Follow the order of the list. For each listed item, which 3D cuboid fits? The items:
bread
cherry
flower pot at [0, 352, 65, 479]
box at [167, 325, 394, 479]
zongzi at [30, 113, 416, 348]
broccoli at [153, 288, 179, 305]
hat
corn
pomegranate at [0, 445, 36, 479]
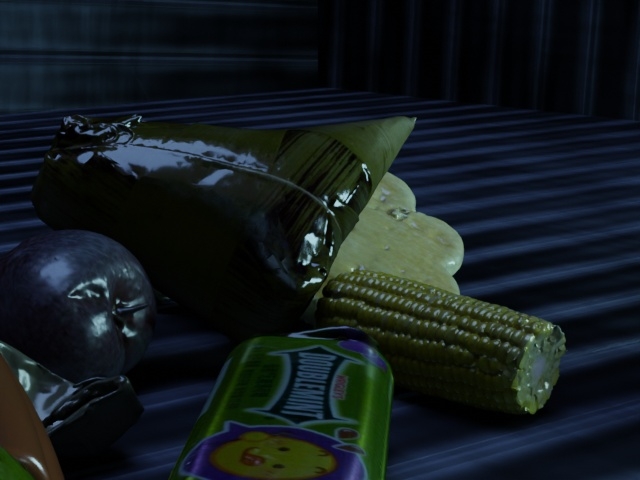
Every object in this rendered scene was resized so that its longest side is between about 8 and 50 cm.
[{"bbox_3d":[0.000,0.000,1.573,0.316,0.054,0.316,14,32,-9],"label":"bread"},{"bbox_3d":[-0.223,0.064,1.294,0.176,0.140,0.176,-14,16,4],"label":"cherry"},{"bbox_3d":[-0.230,0.139,0.875,0.190,0.191,0.173,-8,27,-33],"label":"flower pot"},{"bbox_3d":[-0.021,0.141,1.004,0.134,0.097,0.345,2,11,5],"label":"box"},{"bbox_3d":[-0.085,-0.077,1.422,0.274,0.145,0.300,31,56,2],"label":"zongzi"},{"bbox_3d":[-0.203,0.041,1.556,0.122,0.118,0.204,24,37,21],"label":"broccoli"},{"bbox_3d":[-0.229,0.144,1.115,0.147,0.085,0.175,19,42,28],"label":"hat"},{"bbox_3d":[0.095,0.085,1.303,0.093,0.093,0.244,-10,16,-40],"label":"corn"},{"bbox_3d":[-0.209,0.181,0.645,0.211,0.211,0.263,1,56,6],"label":"pomegranate"}]
